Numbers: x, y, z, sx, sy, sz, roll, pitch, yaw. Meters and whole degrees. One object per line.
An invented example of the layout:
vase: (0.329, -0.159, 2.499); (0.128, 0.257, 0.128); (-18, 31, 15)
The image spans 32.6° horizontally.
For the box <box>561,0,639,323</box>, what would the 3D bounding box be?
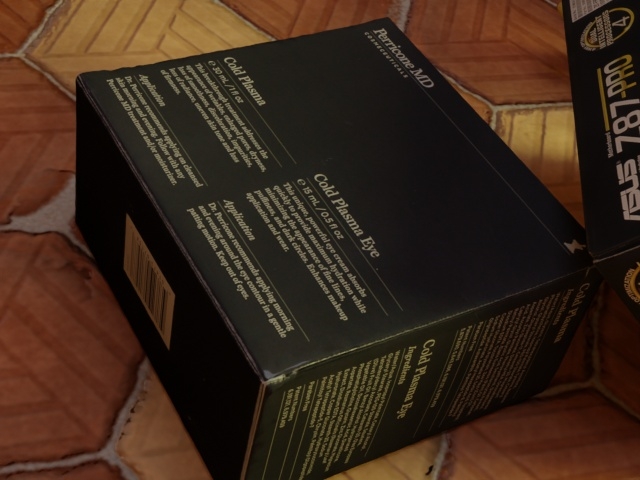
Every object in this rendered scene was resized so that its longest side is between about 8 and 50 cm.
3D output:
box: (0.334, -0.043, 0.977); (0.318, 0.097, 0.395); (44, 34, -32)

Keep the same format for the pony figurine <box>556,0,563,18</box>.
pony figurine: (0.456, -0.332, 1.230); (0.303, 0.363, 0.351); (57, 32, -1)

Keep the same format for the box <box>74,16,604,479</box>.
box: (0.000, 0.000, 0.923); (0.312, 0.179, 0.343); (-16, 52, -26)
